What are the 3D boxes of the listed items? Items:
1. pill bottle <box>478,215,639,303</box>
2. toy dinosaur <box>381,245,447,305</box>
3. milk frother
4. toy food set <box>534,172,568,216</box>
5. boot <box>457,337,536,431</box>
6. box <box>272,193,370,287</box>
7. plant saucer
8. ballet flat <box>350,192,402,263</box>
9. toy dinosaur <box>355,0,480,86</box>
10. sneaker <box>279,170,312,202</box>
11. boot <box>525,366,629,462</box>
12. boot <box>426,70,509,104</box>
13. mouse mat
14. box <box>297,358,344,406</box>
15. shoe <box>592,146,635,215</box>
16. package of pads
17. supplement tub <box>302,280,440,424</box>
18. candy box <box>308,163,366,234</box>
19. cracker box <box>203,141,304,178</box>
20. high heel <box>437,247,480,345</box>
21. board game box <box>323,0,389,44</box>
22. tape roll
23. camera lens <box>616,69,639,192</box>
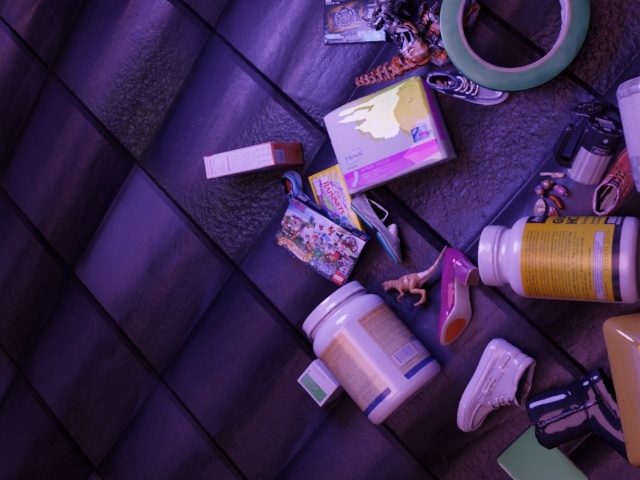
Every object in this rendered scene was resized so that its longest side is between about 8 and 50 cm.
[{"bbox_3d":[0.535,0.038,1.648,0.334,0.188,0.187,1,97,29],"label":"pill bottle"},{"bbox_3d":[0.245,0.107,1.896,0.211,0.064,0.112,-26,82,29],"label":"toy dinosaur"},{"bbox_3d":[0.595,-0.222,1.643,0.129,0.143,0.134,26,131,15],"label":"milk frother"},{"bbox_3d":[0.538,-0.097,1.727,0.078,0.019,0.122,4,98,30],"label":"toy food set"},{"bbox_3d":[0.428,0.376,1.793,0.123,0.095,0.258,31,110,42],"label":"boot"},{"bbox_3d":[0.000,0.000,1.997,0.233,0.044,0.159,31,119,11],"label":"box"},{"bbox_3d":[0.793,0.304,1.537,0.333,0.081,0.332,-11,90,13],"label":"plant saucer"},{"bbox_3d":[0.162,-0.037,1.928,0.068,0.072,0.213,-38,78,-3],"label":"ballet flat"},{"bbox_3d":[0.219,-0.491,1.772,0.322,0.164,0.218,-36,84,-11],"label":"toy dinosaur"},{"bbox_3d":[-0.074,-0.115,2.047,0.063,0.073,0.162,-30,82,29],"label":"sneaker"},{"bbox_3d":[0.612,0.439,1.705,0.207,0.094,0.246,-35,75,27],"label":"boot"},{"bbox_3d":[0.350,-0.365,1.765,0.190,0.086,0.069,14,103,28],"label":"boot"},{"bbox_3d":[0.543,0.564,1.813,0.190,0.007,0.152,45,115,17],"label":"mouse mat"},{"bbox_3d":[0.015,0.385,2.040,0.101,0.102,0.087,45,113,19],"label":"box"},{"bbox_3d":[0.657,-0.133,1.618,0.063,0.081,0.178,32,111,23],"label":"shoe"},{"bbox_3d":[0.170,-0.268,1.872,0.297,0.101,0.229,-20,86,30],"label":"package of pads"},{"bbox_3d":[0.125,0.282,1.891,0.316,0.228,0.228,49,116,16],"label":"supplement tub"},{"bbox_3d":[0.045,-0.095,2.008,0.105,0.027,0.205,-21,86,28],"label":"candy box"},{"bbox_3d":[-0.184,-0.222,2.051,0.232,0.156,0.067,-7,93,31],"label":"cracker box"},{"bbox_3d":[0.324,0.142,1.864,0.117,0.082,0.244,-132,43,-52],"label":"high heel"},{"bbox_3d":[0.093,-0.577,1.922,0.186,0.026,0.126,6,99,29],"label":"board game box"},{"bbox_3d":[0.431,-0.495,1.654,0.321,0.077,0.321,1,98,10],"label":"tape roll"},{"bbox_3d":[0.730,-0.221,1.485,0.219,0.219,0.274,-11,90,31],"label":"camera lens"}]
